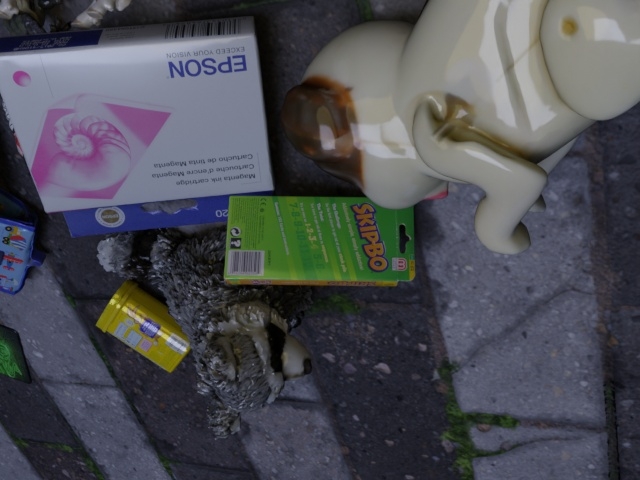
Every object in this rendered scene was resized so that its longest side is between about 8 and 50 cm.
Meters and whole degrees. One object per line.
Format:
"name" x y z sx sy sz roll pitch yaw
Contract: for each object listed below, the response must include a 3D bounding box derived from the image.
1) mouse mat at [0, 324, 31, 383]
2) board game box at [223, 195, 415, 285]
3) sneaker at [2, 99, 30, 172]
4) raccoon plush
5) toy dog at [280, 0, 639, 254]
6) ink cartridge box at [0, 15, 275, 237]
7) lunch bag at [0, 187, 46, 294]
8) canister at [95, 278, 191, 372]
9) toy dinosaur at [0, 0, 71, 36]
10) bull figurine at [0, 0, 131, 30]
"mouse mat" -0.754 0.254 1.597 0.153 0.007 0.189 16 131 12
"board game box" 0.000 0.000 0.953 0.260 0.124 0.039 0 161 4
"sneaker" -0.348 -0.222 0.991 0.270 0.090 0.145 -34 76 16
"raccoon plush" -0.212 0.137 1.070 0.447 0.299 0.216 -2 124 26
"toy dog" 0.151 -0.171 0.691 0.408 0.284 0.395 -24 112 38
"ink cartridge box" -0.231 -0.127 0.936 0.324 0.071 0.330 -6 129 -2
"lunch bag" -0.659 -0.021 1.285 0.293 0.138 0.221 24 131 -11
"canister" -0.323 0.164 1.291 0.170 0.073 0.126 36 131 -7
"toy dinosaur" -0.393 -0.302 0.939 0.118 0.064 0.268 -17 86 26
"bull figurine" -0.354 -0.370 0.842 0.311 0.101 0.188 9 89 10
